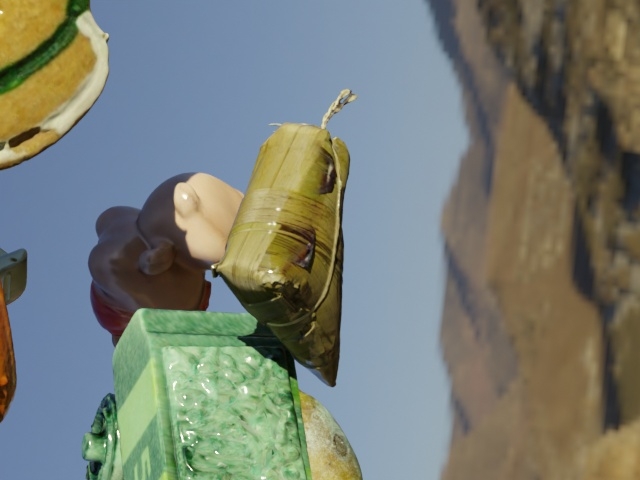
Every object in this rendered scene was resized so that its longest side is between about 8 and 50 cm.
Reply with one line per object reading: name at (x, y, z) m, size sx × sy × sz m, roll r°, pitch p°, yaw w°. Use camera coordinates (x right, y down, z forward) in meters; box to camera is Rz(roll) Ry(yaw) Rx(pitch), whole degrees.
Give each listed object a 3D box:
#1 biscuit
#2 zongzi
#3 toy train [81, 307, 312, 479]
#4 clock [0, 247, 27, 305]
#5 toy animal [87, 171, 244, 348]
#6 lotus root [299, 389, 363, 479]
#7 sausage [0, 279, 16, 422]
biscuit at (-0.308, -0.245, 1.716) m, size 0.287 × 0.057 × 0.343 m, roll -38°, pitch -72°, yaw -26°
zongzi at (0.000, 0.000, 1.538) m, size 0.178 × 0.081 × 0.189 m, roll 53°, pitch -132°, yaw -47°
toy train at (-0.095, 0.203, 1.574) m, size 0.238 × 0.167 × 0.299 m, roll 125°, pitch 141°, yaw -54°
clock at (-0.413, 0.014, 2.016) m, size 0.151 × 0.191 × 0.062 m, roll -25°, pitch -42°, yaw -36°
toy animal at (-0.170, 0.019, 2.091) m, size 0.198 × 0.171 × 0.171 m, roll -44°, pitch 3°, yaw 15°
lotus root at (-0.015, 0.235, 2.222) m, size 0.192 × 0.088 × 0.113 m, roll 61°, pitch -178°, yaw 1°
sausage at (-0.344, 0.048, 1.616) m, size 0.153 × 0.141 × 0.268 m, roll 12°, pitch 117°, yaw 66°
